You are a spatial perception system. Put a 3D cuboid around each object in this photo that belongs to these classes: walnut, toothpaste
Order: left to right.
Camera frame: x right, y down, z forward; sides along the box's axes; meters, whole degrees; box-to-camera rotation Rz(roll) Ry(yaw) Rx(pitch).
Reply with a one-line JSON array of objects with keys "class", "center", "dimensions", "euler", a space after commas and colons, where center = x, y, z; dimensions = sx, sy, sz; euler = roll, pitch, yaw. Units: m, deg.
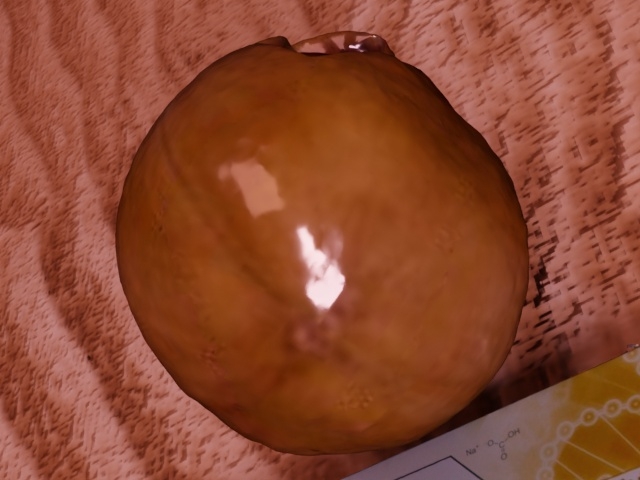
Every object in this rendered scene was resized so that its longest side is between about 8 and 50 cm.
[{"class": "walnut", "center": [0.000, 0.000, 0.538], "dimensions": [0.203, 0.203, 0.298], "euler": [-48, 1, 5]}, {"class": "toothpaste", "center": [0.043, 0.153, 0.488], "dimensions": [0.312, 0.071, 0.089], "euler": [-30, 41, 25]}]
